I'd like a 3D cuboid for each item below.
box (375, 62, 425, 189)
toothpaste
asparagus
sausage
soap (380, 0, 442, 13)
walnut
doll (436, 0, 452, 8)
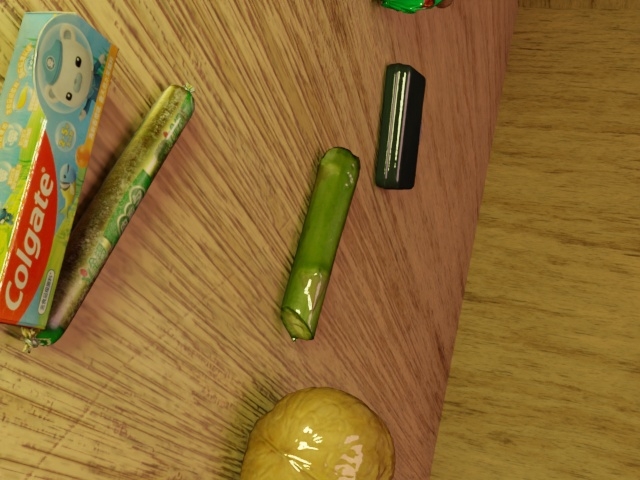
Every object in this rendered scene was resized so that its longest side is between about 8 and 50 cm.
[{"bbox_3d":[0.154,-0.211,1.334,0.160,0.050,0.230,-10,107,-70],"label":"box"},{"bbox_3d":[-0.183,-0.046,0.429,0.070,0.044,0.193,37,62,-67],"label":"toothpaste"},{"bbox_3d":[-0.002,0.000,0.956,0.067,0.060,0.277,103,3,-67],"label":"asparagus"},{"bbox_3d":[-0.154,-0.031,0.533,0.032,0.033,0.269,74,30,-50],"label":"sausage"},{"bbox_3d":[0.145,-0.516,1.122,0.218,0.098,0.273,-45,137,-51],"label":"soap"},{"bbox_3d":[-0.001,0.279,0.878,0.225,0.193,0.193,61,40,-61],"label":"walnut"},{"bbox_3d":[0.228,-0.592,1.325,0.303,0.156,0.201,105,-33,-45],"label":"doll"}]
